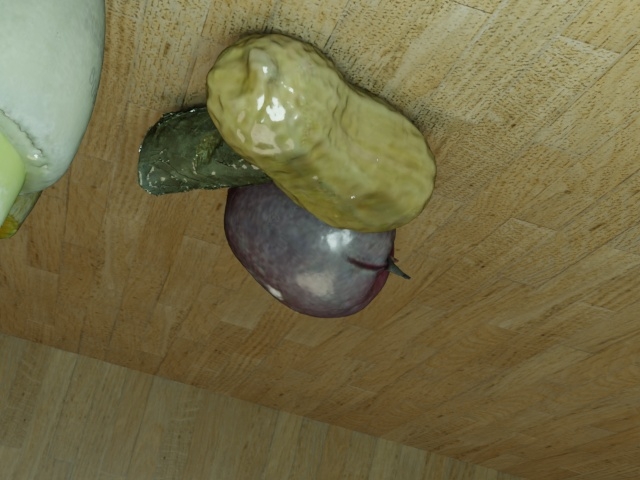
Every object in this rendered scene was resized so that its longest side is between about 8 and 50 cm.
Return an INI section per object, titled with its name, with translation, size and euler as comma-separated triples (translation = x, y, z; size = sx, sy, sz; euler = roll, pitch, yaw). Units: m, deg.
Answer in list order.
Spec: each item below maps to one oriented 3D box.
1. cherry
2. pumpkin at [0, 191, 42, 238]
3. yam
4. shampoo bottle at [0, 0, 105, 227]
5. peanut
[cherry]
translation = 0.000, 0.000, 1.794
size = 0.266, 0.184, 0.213
euler = 27, 156, 11
[pumpkin]
translation = -0.497, -0.110, 1.829
size = 0.332, 0.199, 0.332
euler = 14, 166, 3
[yam]
translation = -0.122, -0.107, 1.681
size = 0.183, 0.107, 0.107
euler = -1, 157, 35
[shampoo bottle]
translation = -0.361, -0.173, 1.333
size = 0.322, 0.317, 0.322
euler = 21, 159, 9
[peanut]
translation = -0.008, -0.107, 1.521
size = 0.159, 0.143, 0.291
euler = -15, 145, 40
